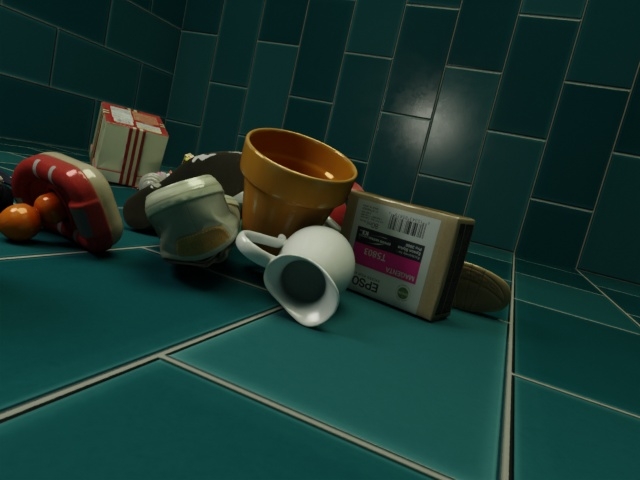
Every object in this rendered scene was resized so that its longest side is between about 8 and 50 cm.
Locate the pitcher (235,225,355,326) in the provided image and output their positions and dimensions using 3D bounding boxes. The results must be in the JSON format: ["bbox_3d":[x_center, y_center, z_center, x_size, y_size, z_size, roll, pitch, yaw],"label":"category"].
[{"bbox_3d":[-0.034,0.030,0.759,0.178,0.125,0.207,40,16,1],"label":"pitcher"}]

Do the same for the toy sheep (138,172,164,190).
[{"bbox_3d":[-0.527,-0.168,1.516,0.091,0.091,0.132,11,17,-14],"label":"toy sheep"}]

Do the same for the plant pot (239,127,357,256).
[{"bbox_3d":[-0.061,-0.076,0.888,0.205,0.187,0.205,17,28,-9],"label":"plant pot"}]

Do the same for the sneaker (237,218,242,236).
[{"bbox_3d":[-0.103,-0.080,1.061,0.107,0.275,0.110,53,28,11],"label":"sneaker"}]

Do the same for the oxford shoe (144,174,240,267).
[{"bbox_3d":[-0.218,-0.015,0.894,0.169,0.130,0.449,-23,1,-9],"label":"oxford shoe"}]

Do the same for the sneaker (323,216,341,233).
[{"bbox_3d":[-0.036,0.004,1.088,0.105,0.115,0.281,46,-11,0],"label":"sneaker"}]

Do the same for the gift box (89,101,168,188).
[{"bbox_3d":[-0.724,-0.328,1.788,0.255,0.258,0.276,11,28,-28],"label":"gift box"}]

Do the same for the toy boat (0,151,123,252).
[{"bbox_3d":[-0.444,-0.050,0.788,0.231,0.151,0.151,19,39,37],"label":"toy boat"}]

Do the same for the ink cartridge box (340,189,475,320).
[{"bbox_3d":[0.148,0.022,0.922,0.235,0.193,0.088,18,10,35],"label":"ink cartridge box"}]

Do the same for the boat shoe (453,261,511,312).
[{"bbox_3d":[0.261,0.080,1.045,0.285,0.102,0.092,10,11,20],"label":"boat shoe"}]

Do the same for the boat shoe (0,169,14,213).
[{"bbox_3d":[-0.697,-0.110,0.819,0.341,0.127,0.158,20,1,-4],"label":"boat shoe"}]

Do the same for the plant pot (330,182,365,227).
[{"bbox_3d":[0.015,-0.062,1.295,0.174,0.191,0.191,-10,21,-36],"label":"plant pot"}]

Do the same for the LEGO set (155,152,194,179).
[{"bbox_3d":[-0.510,-0.198,1.622,0.107,0.132,0.287,1,-8,-34],"label":"LEGO set"}]

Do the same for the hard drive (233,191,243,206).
[{"bbox_3d":[-0.317,-0.117,1.464,0.353,0.047,0.233,4,-6,-43],"label":"hard drive"}]

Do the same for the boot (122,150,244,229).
[{"bbox_3d":[-0.272,-0.106,1.068,0.305,0.112,0.115,-22,-12,7],"label":"boot"}]
